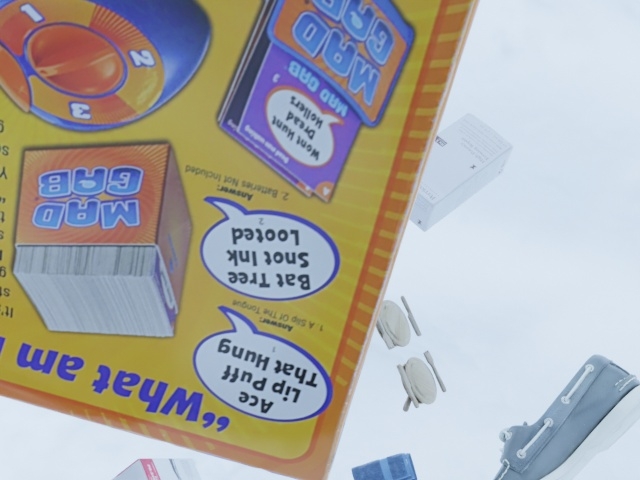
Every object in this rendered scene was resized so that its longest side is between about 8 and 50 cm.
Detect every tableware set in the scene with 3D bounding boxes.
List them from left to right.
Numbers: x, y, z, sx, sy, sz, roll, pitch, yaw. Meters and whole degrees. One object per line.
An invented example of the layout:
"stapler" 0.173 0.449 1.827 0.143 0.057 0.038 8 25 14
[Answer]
"tableware set" 0.140 0.197 1.657 0.039 0.128 0.194 -29 80 30

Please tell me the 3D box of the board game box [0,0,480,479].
"board game box" -0.102 -0.145 0.569 0.357 0.356 0.356 16 119 1

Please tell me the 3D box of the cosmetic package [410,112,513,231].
"cosmetic package" 0.234 -0.129 1.770 0.117 0.085 0.231 41 57 21

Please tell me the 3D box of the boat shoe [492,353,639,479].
"boat shoe" 0.287 0.277 1.259 0.319 0.116 0.099 -42 60 1

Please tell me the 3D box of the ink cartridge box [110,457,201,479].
"ink cartridge box" -0.291 0.431 1.661 0.109 0.150 0.063 -40 62 17

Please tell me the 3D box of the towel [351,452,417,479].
"towel" 0.119 0.440 1.802 0.119 0.029 0.067 -17 50 3
